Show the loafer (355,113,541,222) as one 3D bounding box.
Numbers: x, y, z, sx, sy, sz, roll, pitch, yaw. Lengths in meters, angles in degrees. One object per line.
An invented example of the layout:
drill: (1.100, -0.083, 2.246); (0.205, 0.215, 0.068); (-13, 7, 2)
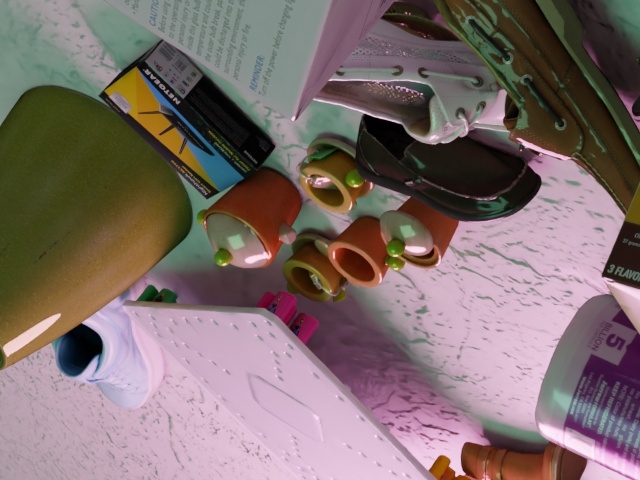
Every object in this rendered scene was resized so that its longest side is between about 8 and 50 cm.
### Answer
loafer: (0.119, -0.080, 1.843); (0.220, 0.080, 0.078); (15, 144, 33)

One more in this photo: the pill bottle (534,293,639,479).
pill bottle: (0.384, 0.182, 1.842); (0.302, 0.169, 0.169); (24, 147, 21)

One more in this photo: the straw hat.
straw hat: (0.078, -0.193, 1.742); (0.145, 0.061, 0.144); (5, 148, 3)

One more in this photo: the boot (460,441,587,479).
boot: (0.241, 0.278, 2.225); (0.152, 0.073, 0.197); (27, 146, 25)

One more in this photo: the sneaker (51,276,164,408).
sneaker: (-0.319, 0.148, 2.549); (0.135, 0.150, 0.366); (25, 148, 22)

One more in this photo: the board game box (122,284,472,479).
board game box: (-0.031, 0.198, 2.346); (0.390, 0.050, 0.390); (47, 158, -23)

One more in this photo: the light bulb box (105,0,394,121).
light bulb box: (-0.058, -0.350, 1.379); (0.361, 0.358, 0.225); (34, 148, 8)

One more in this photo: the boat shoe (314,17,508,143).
boat shoe: (0.108, -0.130, 1.687); (0.277, 0.096, 0.098); (12, 147, -9)

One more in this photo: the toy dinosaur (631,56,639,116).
toy dinosaur: (0.335, -0.163, 1.544); (0.112, 0.064, 0.211); (17, 158, -34)

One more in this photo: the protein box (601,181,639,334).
protein box: (0.354, -0.006, 1.526); (0.136, 0.201, 0.200); (18, 166, 28)

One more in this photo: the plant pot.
plant pot: (-0.353, 0.008, 2.247); (0.275, 0.293, 0.274); (27, 148, 18)

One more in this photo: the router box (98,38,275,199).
router box: (-0.153, -0.136, 2.085); (0.179, 0.046, 0.133); (44, 150, -12)

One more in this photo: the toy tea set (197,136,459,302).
toy tea set: (0.000, 0.000, 2.035); (0.200, 0.124, 0.336); (46, 149, -14)

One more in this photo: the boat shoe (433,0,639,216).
boat shoe: (0.208, -0.125, 1.629); (0.307, 0.104, 0.110); (57, -173, -16)
